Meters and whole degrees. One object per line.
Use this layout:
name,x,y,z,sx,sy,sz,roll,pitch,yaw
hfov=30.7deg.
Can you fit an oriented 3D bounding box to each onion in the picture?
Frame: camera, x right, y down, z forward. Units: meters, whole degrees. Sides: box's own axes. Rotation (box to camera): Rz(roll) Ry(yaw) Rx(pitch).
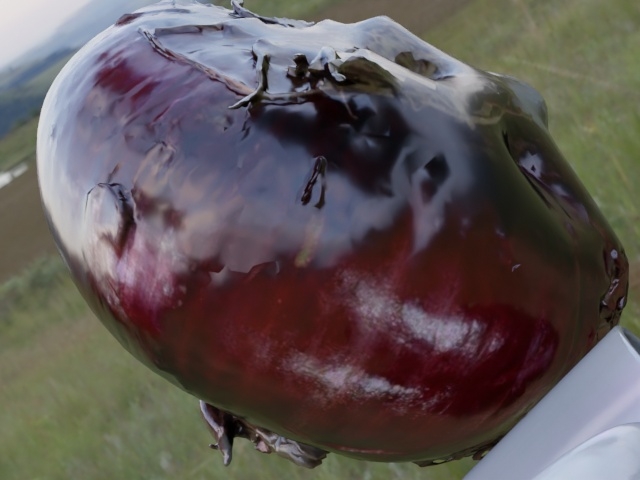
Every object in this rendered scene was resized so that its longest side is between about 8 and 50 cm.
onion,0.000,0.000,0.598,0.314,0.314,0.232,-81,16,-69

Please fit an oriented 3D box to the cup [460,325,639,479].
cup,0.104,0.129,0.411,0.142,0.134,0.173,-45,-4,10
